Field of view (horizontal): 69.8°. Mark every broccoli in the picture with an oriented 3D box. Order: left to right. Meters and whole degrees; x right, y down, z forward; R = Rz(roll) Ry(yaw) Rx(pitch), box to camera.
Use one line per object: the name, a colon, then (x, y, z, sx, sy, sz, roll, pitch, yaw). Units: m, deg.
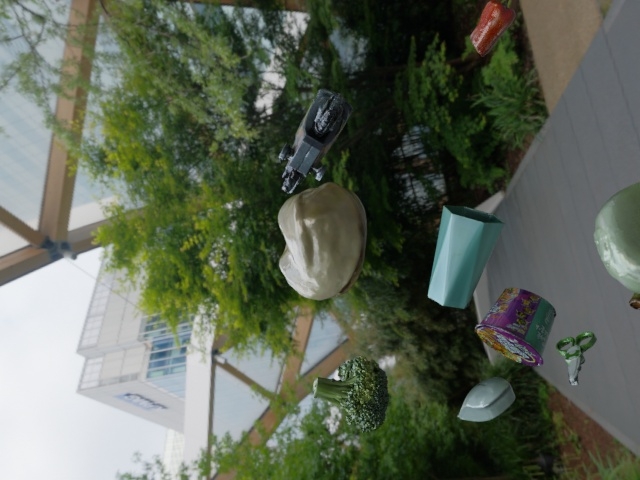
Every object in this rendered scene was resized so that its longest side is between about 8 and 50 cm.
broccoli: (0.142, 0.580, 1.847, 0.302, 0.249, 0.375, 39, -175, -12)

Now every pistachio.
pistachio: (0.000, 0.000, 1.558, 0.281, 0.365, 0.445, -16, -42, -42)

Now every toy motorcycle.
toy motorcycle: (-0.011, -0.236, 1.055, 0.108, 0.307, 0.173, 29, -127, -9)

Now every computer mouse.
computer mouse: (0.440, 0.428, 1.246, 0.079, 0.128, 0.231, 54, 161, 16)

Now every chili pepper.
chili pepper: (0.475, -0.599, 1.234, 0.084, 0.192, 0.086, 7, -141, -38)

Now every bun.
bun: (0.751, 0.014, 1.013, 0.187, 0.293, 0.293, 75, -171, -56)

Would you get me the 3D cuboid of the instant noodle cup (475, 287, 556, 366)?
instant noodle cup: (0.715, 0.301, 1.654, 0.190, 0.251, 0.251, -54, -36, -18)

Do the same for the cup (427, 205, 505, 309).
cup: (0.352, 0.044, 1.137, 0.134, 0.148, 0.235, -20, -57, -55)

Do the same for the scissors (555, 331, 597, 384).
scissors: (0.642, 0.298, 1.160, 0.027, 0.101, 0.204, 55, -143, 0)

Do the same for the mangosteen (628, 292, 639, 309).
mangosteen: (1.262, 0.050, 1.637, 0.382, 0.382, 0.434, -71, -20, -65)
